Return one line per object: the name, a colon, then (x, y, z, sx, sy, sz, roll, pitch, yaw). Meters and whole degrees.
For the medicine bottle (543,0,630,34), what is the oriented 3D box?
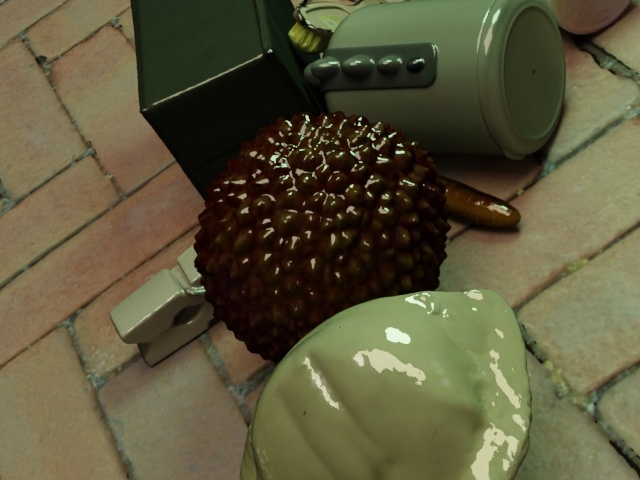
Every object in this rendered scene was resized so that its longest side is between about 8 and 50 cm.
medicine bottle: (0.314, -0.403, 1.844, 0.152, 0.152, 0.254, -36, 41, -3)

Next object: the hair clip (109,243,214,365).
hair clip: (-0.122, 0.038, 1.743, 0.331, 0.101, 0.085, -37, 46, -2)

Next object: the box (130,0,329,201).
box: (-0.122, -0.239, 1.889, 0.204, 0.251, 0.345, -24, 42, 11)

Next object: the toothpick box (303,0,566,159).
toothpick box: (0.135, -0.216, 1.725, 0.316, 0.229, 0.229, 3, 53, 35)

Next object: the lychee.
lychee: (0.000, 0.000, 1.551, 0.306, 0.330, 0.306, 3, 45, -3)

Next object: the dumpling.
dumpling: (0.051, 0.230, 1.360, 0.395, 0.233, 0.315, -32, 42, 23)

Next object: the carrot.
carrot: (0.193, -0.044, 1.658, 0.139, 0.048, 0.048, 24, 66, 43)

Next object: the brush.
brush: (0.032, -0.314, 1.908, 0.067, 0.072, 0.313, -52, -9, 27)
